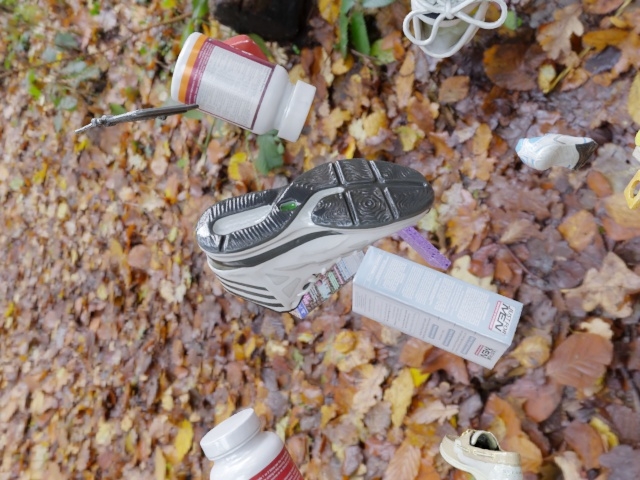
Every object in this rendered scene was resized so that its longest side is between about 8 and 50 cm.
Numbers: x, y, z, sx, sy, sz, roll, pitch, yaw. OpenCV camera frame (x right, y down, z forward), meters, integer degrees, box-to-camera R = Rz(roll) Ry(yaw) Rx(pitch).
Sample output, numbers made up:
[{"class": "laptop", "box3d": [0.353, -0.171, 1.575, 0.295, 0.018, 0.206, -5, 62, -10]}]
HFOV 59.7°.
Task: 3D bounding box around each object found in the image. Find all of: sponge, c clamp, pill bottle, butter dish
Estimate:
[{"class": "sponge", "box3d": [0.288, 0.006, 1.661, 0.031, 0.210, 0.117, -50, 12, -3]}, {"class": "c clamp", "box3d": [-0.276, -0.195, 0.864, 0.137, 0.161, 0.022, -2, 104, 42]}, {"class": "pill bottle", "box3d": [-0.165, 0.700, 1.578, 0.229, 0.229, 0.407, -28, 91, 45]}, {"class": "butter dish", "box3d": [-0.191, -0.414, 1.302, 0.160, 0.160, 0.118, -17, 57, 17]}, {"class": "pill bottle", "box3d": [-0.127, -0.252, 0.942, 0.121, 0.221, 0.121, -160, 90, -82]}]

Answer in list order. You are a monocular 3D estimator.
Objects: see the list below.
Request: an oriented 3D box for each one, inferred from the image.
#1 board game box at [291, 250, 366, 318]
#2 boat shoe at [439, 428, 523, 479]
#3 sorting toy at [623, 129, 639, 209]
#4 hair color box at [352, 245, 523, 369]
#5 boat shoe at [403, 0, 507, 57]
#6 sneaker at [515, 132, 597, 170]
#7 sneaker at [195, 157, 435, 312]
[{"class": "board game box", "box3d": [-0.031, 0.053, 1.726, 0.141, 0.291, 0.232, 15, 136, 59]}, {"class": "boat shoe", "box3d": [0.169, 0.222, 0.582, 0.135, 0.050, 0.045, 172, 109, -74]}, {"class": "sorting toy", "box3d": [0.654, -0.211, 1.049, 0.196, 0.047, 0.347, -75, -2, -59]}, {"class": "hair color box", "box3d": [0.268, 0.163, 1.347, 0.374, 0.185, 0.113, 22, 64, 14]}, {"class": "boat shoe", "box3d": [0.154, -0.302, 0.648, 0.367, 0.136, 0.156, 23, -94, -87]}, {"class": "sneaker", "box3d": [0.532, -0.204, 1.245, 0.086, 0.237, 0.085, 54, 136, 36]}, {"class": "sneaker", "box3d": [-0.001, -0.001, 1.109, 0.257, 0.447, 0.169, 83, 172, -53]}]
